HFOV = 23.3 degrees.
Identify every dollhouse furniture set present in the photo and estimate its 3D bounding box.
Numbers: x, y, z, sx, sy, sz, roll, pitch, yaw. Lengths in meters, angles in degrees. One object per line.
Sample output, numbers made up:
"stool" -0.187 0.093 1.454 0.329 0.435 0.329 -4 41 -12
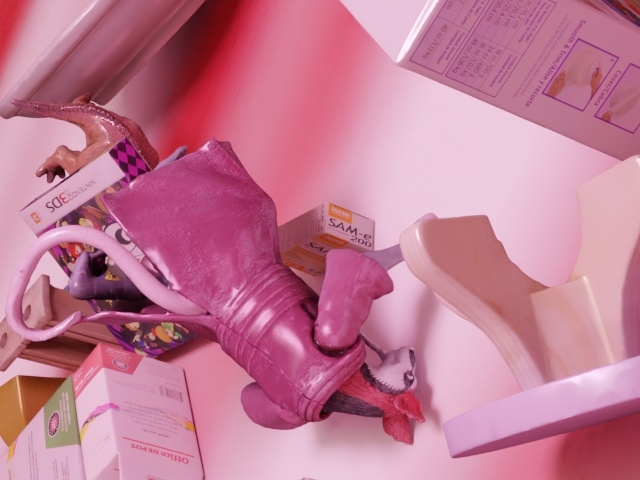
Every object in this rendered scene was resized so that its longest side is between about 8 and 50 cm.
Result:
"dollhouse furniture set" -0.326 0.072 1.956 0.129 0.129 0.183 -44 42 35

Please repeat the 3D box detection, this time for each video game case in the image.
"video game case" -0.212 0.018 1.751 0.210 0.232 0.042 -26 14 48

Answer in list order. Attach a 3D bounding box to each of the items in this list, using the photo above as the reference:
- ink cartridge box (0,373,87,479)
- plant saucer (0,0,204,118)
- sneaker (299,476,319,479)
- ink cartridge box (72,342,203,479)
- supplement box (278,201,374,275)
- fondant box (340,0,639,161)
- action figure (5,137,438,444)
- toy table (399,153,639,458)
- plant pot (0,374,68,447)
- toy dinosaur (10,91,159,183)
"ink cartridge box" -0.301 0.323 1.796 0.278 0.117 0.201 -48 38 30
"plant saucer" -0.239 -0.278 1.960 0.400 0.100 0.400 -45 10 10
"sneaker" -0.052 0.389 1.370 0.210 0.137 0.365 -41 39 42
"ink cartridge box" -0.199 0.218 1.702 0.067 0.115 0.198 -48 38 29
"supplement box" 0.000 0.000 1.574 0.098 0.062 0.036 -26 51 48
"fondant box" 0.161 -0.166 1.173 0.096 0.330 0.238 -60 34 20
"action figure" -0.053 0.059 1.426 0.370 0.276 0.248 37 117 23
"toy table" 0.183 0.053 1.132 0.274 0.252 0.161 -26 74 41
"plant pot" -0.367 0.226 1.988 0.081 0.081 0.083 -32 60 44
"toy dinosaur" -0.219 -0.074 1.800 0.127 0.295 0.200 -45 29 -19
